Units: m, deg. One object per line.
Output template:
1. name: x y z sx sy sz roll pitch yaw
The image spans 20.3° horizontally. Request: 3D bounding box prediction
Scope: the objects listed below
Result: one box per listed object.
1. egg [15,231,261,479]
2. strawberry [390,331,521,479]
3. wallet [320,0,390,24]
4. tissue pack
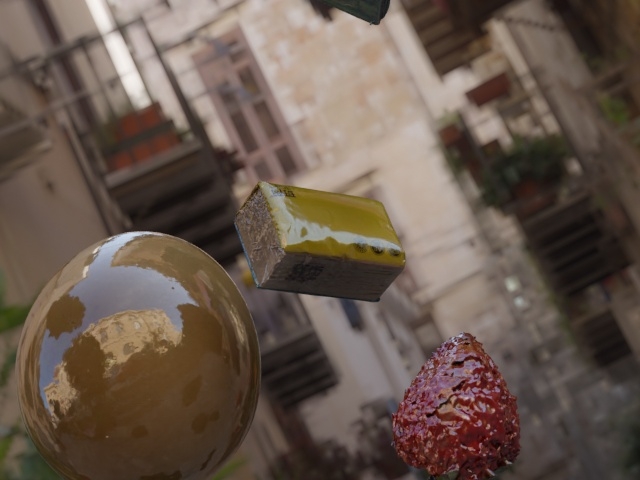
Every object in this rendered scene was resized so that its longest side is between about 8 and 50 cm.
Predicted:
1. egg: -0.224 0.151 2.198 0.301 0.374 0.301 -4 -55 -6
2. strawberry: 0.150 0.179 1.835 0.192 0.140 0.085 -43 -9 -33
3. wallet: -0.004 -0.446 2.614 0.054 0.251 0.290 -59 -8 -22
4. tissue pack: 0.000 0.000 2.072 0.169 0.120 0.082 8 -49 -29
